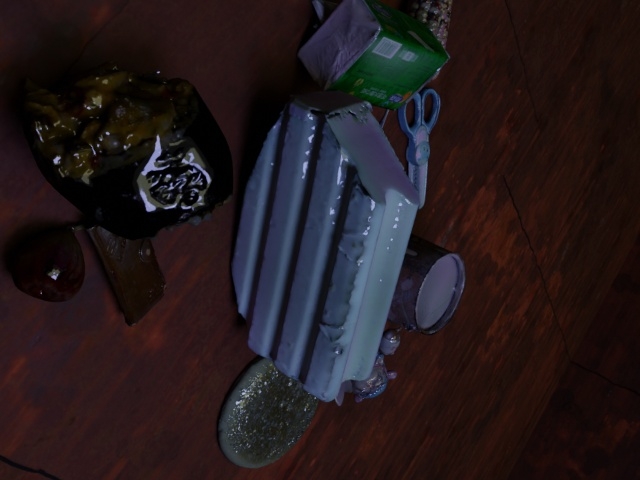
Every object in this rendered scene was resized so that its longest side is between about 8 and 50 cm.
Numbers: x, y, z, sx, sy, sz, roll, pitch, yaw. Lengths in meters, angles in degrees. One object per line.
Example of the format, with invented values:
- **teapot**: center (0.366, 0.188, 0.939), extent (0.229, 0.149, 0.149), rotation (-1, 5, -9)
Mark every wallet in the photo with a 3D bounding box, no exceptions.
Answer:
- **wallet**: center (-0.272, 0.030, 0.938), extent (0.095, 0.026, 0.176), rotation (-55, 143, -46)

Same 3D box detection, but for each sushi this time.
- **sushi**: center (-0.234, -0.120, 0.799), extent (0.213, 0.200, 0.204), rotation (-31, 128, -19)

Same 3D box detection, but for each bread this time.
- **bread**: center (-0.089, 0.331, 1.291), extent (0.267, 0.040, 0.267), rotation (-23, 123, -41)

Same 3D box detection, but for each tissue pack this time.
- **tissue pack**: center (0.081, -0.331, 1.109), extent (0.209, 0.156, 0.148), rotation (-2, 144, -49)

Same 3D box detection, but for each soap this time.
- **soap**: center (0.000, 0.000, 1.050), extent (0.156, 0.261, 0.446), rotation (-17, 127, -44)

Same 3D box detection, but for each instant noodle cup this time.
- **instant noodle cup**: center (0.161, 0.077, 1.324), extent (0.217, 0.207, 0.217), rotation (-23, 122, -42)

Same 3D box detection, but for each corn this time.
- **corn**: center (0.201, -0.433, 1.232), extent (0.092, 0.092, 0.280), rotation (0, 103, -48)

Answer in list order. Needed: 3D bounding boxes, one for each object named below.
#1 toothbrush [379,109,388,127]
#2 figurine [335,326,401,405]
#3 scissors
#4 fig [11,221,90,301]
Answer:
- **toothbrush**: center (0.114, -0.214, 1.288), extent (0.013, 0.011, 0.131), rotation (22, 90, -63)
- **figurine**: center (0.080, 0.237, 1.379), extent (0.205, 0.103, 0.260), rotation (-42, 134, -2)
- **scissors**: center (0.207, -0.190, 1.388), extent (0.125, 0.030, 0.256), rotation (-23, 121, -41)
- **fig**: center (-0.339, 0.015, 0.845), extent (0.089, 0.089, 0.125), rotation (57, 33, -45)
